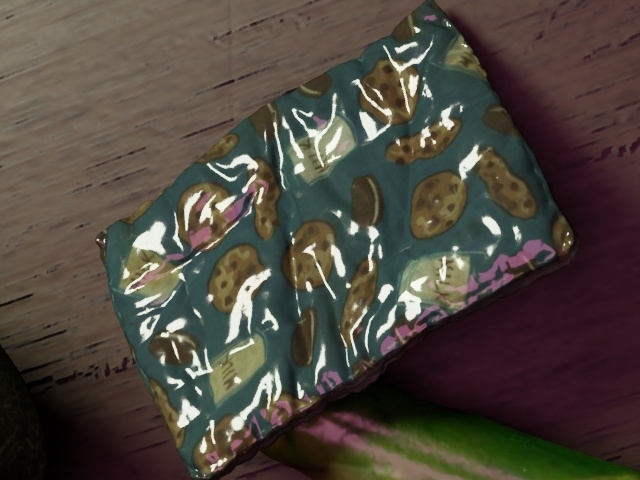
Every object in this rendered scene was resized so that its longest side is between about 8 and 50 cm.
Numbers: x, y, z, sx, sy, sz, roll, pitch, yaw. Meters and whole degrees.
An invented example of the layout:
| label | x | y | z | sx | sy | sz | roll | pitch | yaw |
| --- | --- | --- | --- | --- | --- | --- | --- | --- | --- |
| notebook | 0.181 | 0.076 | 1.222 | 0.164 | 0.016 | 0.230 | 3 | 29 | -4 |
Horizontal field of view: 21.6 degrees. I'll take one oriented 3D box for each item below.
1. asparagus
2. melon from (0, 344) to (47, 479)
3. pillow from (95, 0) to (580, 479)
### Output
| label | x | y | z | sx | sy | sz | roll | pitch | yaw |
| --- | --- | --- | --- | --- | --- | --- | --- | --- | --- |
| asparagus | 0.083 | 0.130 | 0.922 | 0.343 | 0.085 | 0.082 | 20 | 119 | 9 |
| melon | -0.305 | 0.117 | 0.927 | 0.302 | 0.237 | 0.237 | 10 | 93 | 18 |
| pillow | -0.002 | 0.000 | 0.925 | 0.255 | 0.034 | 0.189 | -34 | 57 | 11 |
